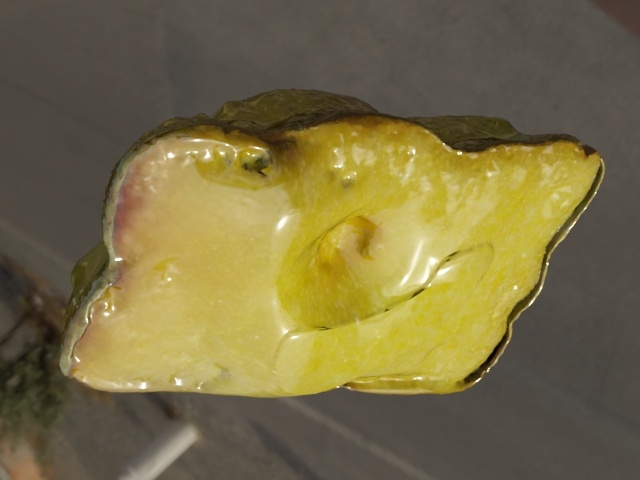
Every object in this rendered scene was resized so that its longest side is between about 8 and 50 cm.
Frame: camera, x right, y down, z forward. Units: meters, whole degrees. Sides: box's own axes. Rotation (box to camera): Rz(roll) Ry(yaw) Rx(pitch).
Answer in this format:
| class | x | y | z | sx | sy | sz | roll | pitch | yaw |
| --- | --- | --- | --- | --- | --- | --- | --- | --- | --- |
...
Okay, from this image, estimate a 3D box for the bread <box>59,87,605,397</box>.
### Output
| class | x | y | z | sx | sy | sz | roll | pitch | yaw |
| --- | --- | --- | --- | --- | --- | --- | --- | --- | --- |
| bread | 0.000 | 0.000 | 0.611 | 0.088 | 0.233 | 0.161 | 52 | 131 | 44 |
